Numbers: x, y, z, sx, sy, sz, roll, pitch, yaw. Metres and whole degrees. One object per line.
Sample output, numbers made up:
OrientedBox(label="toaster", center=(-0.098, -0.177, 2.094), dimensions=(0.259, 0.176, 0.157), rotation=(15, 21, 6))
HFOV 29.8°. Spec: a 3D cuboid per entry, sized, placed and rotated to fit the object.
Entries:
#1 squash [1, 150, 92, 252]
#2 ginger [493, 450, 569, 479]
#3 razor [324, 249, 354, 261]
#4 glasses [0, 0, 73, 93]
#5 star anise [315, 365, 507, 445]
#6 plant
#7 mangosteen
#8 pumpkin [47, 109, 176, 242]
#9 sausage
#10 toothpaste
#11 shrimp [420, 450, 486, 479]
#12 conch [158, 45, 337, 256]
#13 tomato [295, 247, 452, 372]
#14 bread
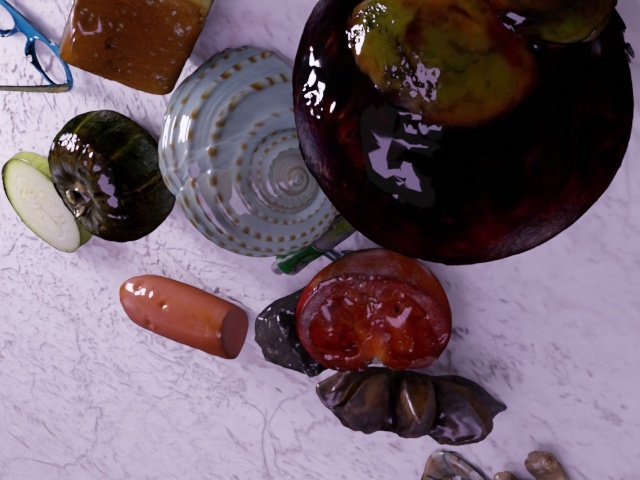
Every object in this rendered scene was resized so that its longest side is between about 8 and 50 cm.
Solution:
OrientedBox(label="squash", center=(-0.526, -0.076, 2.313), dimensions=(0.219, 0.041, 0.219), rotation=(28, 141, 26))
OrientedBox(label="ginger", center=(0.343, 0.426, 1.995), dimensions=(0.149, 0.065, 0.258), rotation=(20, 141, 31))
OrientedBox(label="razor", center=(-0.040, -0.012, 1.930), dimensions=(0.211, 0.036, 0.084), rotation=(39, 129, 15))
OrientedBox(label="glasses", center=(-0.549, -0.294, 2.017), dimensions=(0.239, 0.207, 0.102), rotation=(45, 180, 0))
OrientedBox(label="star anise", center=(0.139, 0.258, 1.904), dimensions=(0.315, 0.108, 0.315), rotation=(7, 174, 1))
OrientedBox(label="plant", center=(-0.018, 0.146, 1.984), dimensions=(0.194, 0.129, 0.132), rotation=(-13, 118, 52))
OrientedBox(label="mangosteen", center=(0.152, -0.189, 1.288), dimensions=(0.381, 0.381, 0.421), rotation=(15, 120, 32))
OrientedBox(label="pumpkin", center=(-0.353, -0.102, 2.015), dimensions=(0.238, 0.159, 0.238), rotation=(29, 147, 21))
OrientedBox(label="sausage", center=(-0.258, 0.132, 2.213), dimensions=(0.259, 0.113, 0.113), rotation=(19, 138, 27))
OrientedBox(label="toothpaste", center=(0.000, 0.000, 1.837), dimensions=(0.248, 0.078, 0.047), rotation=(-33, 80, 46))
OrientedBox(label="shrimp", center=(0.243, 0.452, 2.140), dimensions=(0.148, 0.035, 0.195), rotation=(29, 141, 14))
OrientedBox(label="conch", center=(-0.128, -0.115, 1.758), dimensions=(0.319, 0.215, 0.303), rotation=(-6, 112, 45))
OrientedBox(label="tomato", center=(0.083, 0.093, 1.826), dimensions=(0.233, 0.139, 0.200), rotation=(3, 130, 4))
OrientedBox(label="bread", center=(-0.262, -0.315, 1.709), dimensions=(0.184, 0.110, 0.234), rotation=(20, 146, -11))
